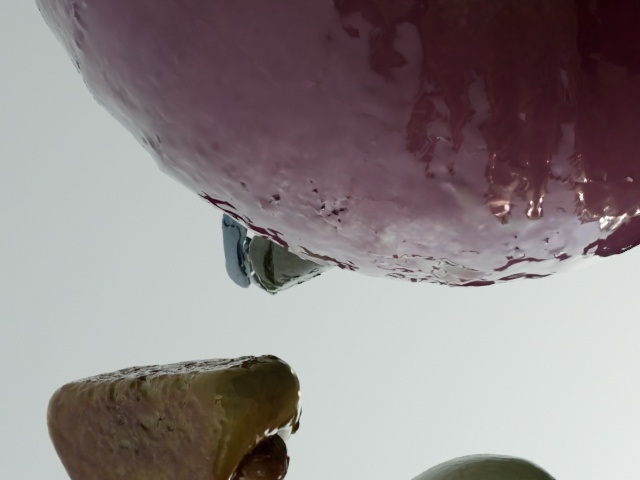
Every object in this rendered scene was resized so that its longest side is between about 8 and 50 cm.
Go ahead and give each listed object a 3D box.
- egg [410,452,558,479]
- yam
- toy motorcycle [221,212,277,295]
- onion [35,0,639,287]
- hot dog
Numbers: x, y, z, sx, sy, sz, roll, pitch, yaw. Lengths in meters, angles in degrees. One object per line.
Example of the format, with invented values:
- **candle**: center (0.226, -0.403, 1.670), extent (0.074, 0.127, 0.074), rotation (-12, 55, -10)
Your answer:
- **egg**: center (0.243, 0.388, 1.745), extent (0.337, 0.337, 0.201), rotation (51, -124, -38)
- **yam**: center (0.000, 0.000, 1.029), extent (0.054, 0.132, 0.054), rotation (27, -128, -41)
- **toy motorcycle**: center (-0.040, -0.048, 1.607), extent (0.206, 0.154, 0.260), rotation (-40, -36, -33)
- **onion**: center (0.053, -0.178, 0.500), extent (0.345, 0.358, 0.358), rotation (90, 178, -50)
- **hot dog**: center (-0.128, 0.191, 1.183), extent (0.150, 0.256, 0.153), rotation (-12, -88, -52)
